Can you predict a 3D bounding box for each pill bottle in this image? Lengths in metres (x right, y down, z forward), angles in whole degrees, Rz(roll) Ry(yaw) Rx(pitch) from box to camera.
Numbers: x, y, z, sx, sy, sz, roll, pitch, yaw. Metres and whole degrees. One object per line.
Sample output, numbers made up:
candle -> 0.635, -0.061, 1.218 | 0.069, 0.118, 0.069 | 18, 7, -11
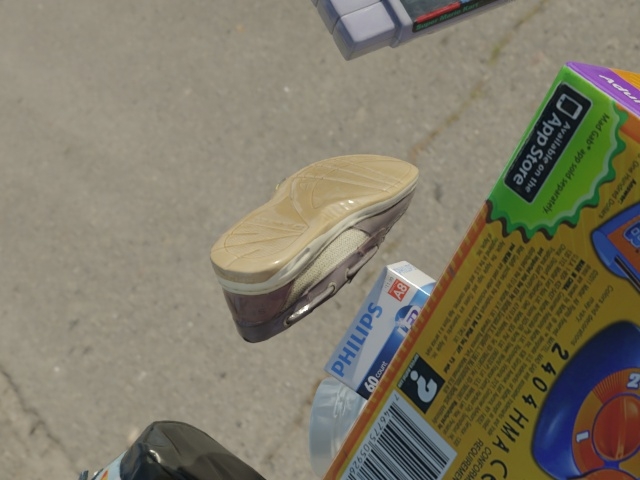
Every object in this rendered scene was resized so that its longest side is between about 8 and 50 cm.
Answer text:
pill bottle -> 0.136, 0.246, 1.483 | 0.279, 0.162, 0.162 | 2, 50, 17

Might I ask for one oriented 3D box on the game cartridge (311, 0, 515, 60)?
game cartridge -> 0.135, -0.356, 1.332 | 0.355, 0.230, 0.068 | -24, -17, -19

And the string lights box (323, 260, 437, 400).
string lights box -> 0.149, 0.146, 1.202 | 0.133, 0.260, 0.077 | -60, -15, 14

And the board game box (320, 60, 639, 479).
board game box -> 0.295, 0.134, 0.809 | 0.356, 0.356, 0.356 | 44, 118, 33

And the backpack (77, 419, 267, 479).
backpack -> -0.185, 0.379, 1.267 | 0.355, 0.290, 0.273 | -48, 11, 9

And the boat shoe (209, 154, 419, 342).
boat shoe -> 0.000, 0.000, 1.079 | 0.103, 0.092, 0.285 | 14, 30, 26

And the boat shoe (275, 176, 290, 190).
boat shoe -> -0.025, -0.047, 1.726 | 0.081, 0.068, 0.228 | -6, 11, -14
